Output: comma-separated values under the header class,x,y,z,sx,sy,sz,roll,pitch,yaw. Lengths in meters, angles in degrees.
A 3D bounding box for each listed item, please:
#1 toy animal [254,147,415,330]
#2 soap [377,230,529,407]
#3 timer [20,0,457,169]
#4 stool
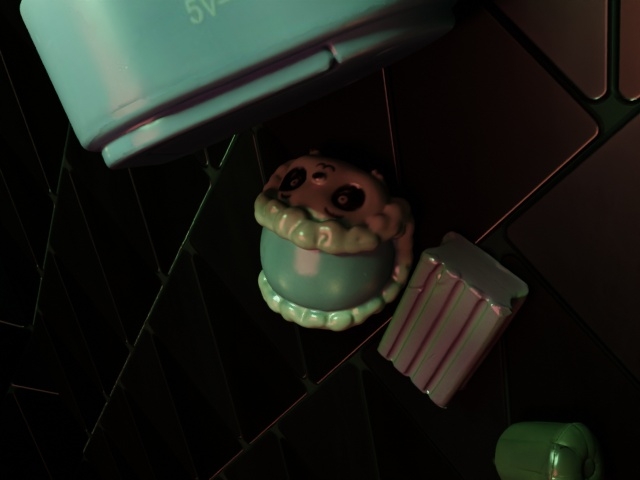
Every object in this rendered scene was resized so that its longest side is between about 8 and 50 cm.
class,x,y,z,sx,sy,sz,roll,pitch,yaw
toy animal,0.000,0.000,0.841,0.208,0.156,0.204,24,134,29
soap,0.155,0.100,0.813,0.122,0.065,0.203,40,137,21
timer,-0.048,-0.211,0.610,0.395,0.395,0.173,-15,101,50
stool,0.267,0.259,0.782,0.110,0.096,0.096,-12,105,53
